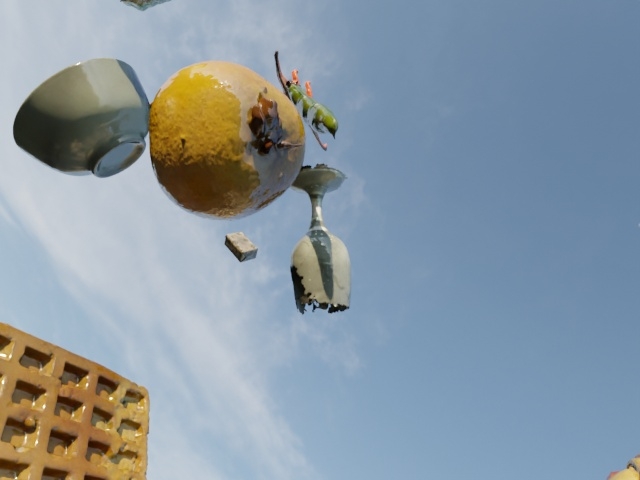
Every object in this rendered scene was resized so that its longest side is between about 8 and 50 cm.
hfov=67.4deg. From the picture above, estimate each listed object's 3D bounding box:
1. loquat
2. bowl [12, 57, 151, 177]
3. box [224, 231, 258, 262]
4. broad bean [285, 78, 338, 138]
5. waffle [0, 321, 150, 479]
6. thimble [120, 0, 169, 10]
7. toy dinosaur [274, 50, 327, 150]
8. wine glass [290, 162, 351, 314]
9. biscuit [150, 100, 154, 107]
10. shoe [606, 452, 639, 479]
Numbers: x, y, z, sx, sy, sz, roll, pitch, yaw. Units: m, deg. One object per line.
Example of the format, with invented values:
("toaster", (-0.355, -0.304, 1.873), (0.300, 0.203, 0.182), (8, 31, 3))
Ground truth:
("loquat", (-0.154, -0.169, 0.811), (0.275, 0.275, 0.274), (20, -55, 31))
("bowl", (-0.469, -0.229, 1.022), (0.146, 0.289, 0.289), (49, -45, 2))
("box", (-0.238, 0.019, 1.431), (0.098, 0.062, 0.045), (40, -51, 32))
("broad bean", (-0.018, -0.262, 0.973), (0.297, 0.043, 0.060), (-124, -152, -52))
("waffle", (-0.364, 0.257, 0.632), (0.098, 0.224, 0.327), (-27, -44, 17))
("thimble", (-0.382, -0.602, 0.994), (0.219, 0.150, 0.218), (156, -90, -80))
("toy dinosaur", (-0.045, -0.329, 1.143), (0.055, 0.101, 0.279), (-14, -37, 29))
("wine glass", (0.000, 0.000, 1.053), (0.143, 0.143, 0.320), (-27, -121, 45))
("biscuit", (-0.361, -0.315, 1.278), (0.280, 0.043, 0.183), (18, -63, 15))
("shoe", (0.274, 0.205, 0.369), (0.109, 0.069, 0.072), (12, -46, 52))
